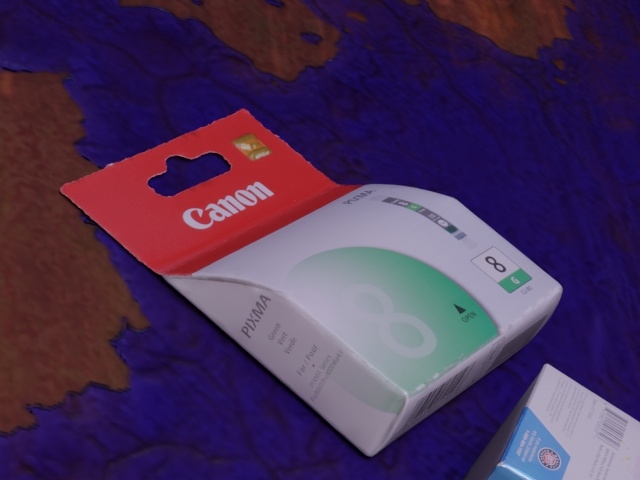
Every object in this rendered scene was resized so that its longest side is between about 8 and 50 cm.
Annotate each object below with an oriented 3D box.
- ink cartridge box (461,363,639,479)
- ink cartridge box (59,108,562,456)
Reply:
[{"bbox_3d":[0.135,0.147,0.874,0.143,0.090,0.092,33,33,3],"label":"ink cartridge box"},{"bbox_3d":[0.000,0.000,1.003,0.225,0.056,0.181,42,35,15],"label":"ink cartridge box"}]
